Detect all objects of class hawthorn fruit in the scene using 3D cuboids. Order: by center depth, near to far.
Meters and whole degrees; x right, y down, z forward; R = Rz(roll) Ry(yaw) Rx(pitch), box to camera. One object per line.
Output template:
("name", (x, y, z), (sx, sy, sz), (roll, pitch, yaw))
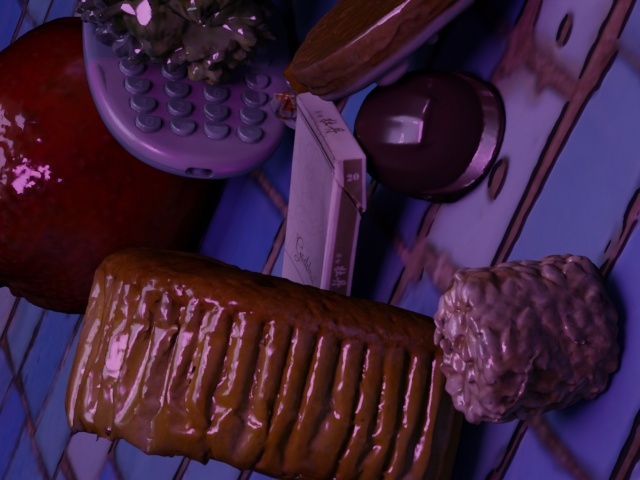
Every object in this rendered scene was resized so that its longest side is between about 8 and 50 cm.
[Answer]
("hawthorn fruit", (-0.210, -0.085, 1.658), (0.307, 0.265, 0.265), (-45, 30, 6))

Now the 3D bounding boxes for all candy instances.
("candy", (0.120, 0.058, 1.053), (0.085, 0.110, 0.095), (-36, 60, 51))
("candy", (0.013, -0.150, 1.458), (0.182, 0.053, 0.046), (-41, 33, 46))

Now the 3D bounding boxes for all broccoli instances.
("broccoli", (-0.091, -0.316, 1.511), (0.317, 0.338, 0.277), (48, 147, 37))

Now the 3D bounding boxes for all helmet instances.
("helmet", (0.069, -0.079, 1.274), (0.123, 0.070, 0.098), (-3, 72, 65))

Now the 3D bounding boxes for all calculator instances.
("calculator", (-0.116, -0.164, 1.573), (0.041, 0.185, 0.299), (110, 158, -44))

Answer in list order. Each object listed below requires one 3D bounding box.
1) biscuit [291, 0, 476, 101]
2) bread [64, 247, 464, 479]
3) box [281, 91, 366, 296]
("biscuit", (0.067, -0.171, 1.286), (0.208, 0.049, 0.181), (-33, 18, 27))
("bread", (-0.033, 0.090, 1.169), (0.227, 0.253, 0.142), (-167, 95, -73))
("box", (0.000, 0.000, 1.341), (0.109, 0.029, 0.198), (-117, 29, -55))
